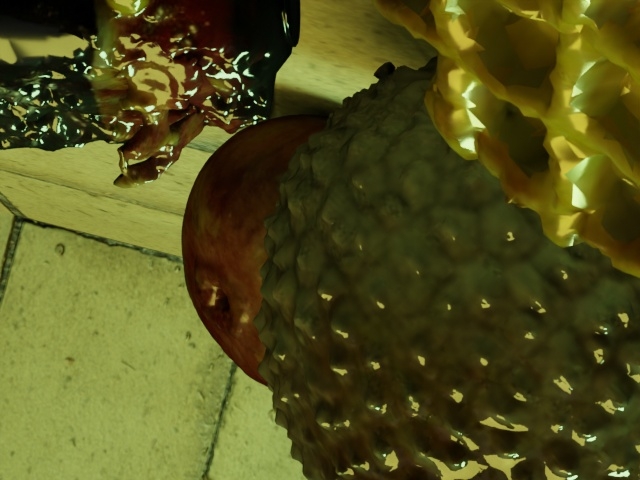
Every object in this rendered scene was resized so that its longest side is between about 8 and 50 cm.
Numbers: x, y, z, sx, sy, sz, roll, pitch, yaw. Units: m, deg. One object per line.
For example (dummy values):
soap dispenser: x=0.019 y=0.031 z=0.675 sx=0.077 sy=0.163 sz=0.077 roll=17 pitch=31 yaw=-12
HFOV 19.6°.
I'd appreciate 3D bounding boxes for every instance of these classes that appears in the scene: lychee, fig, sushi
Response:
lychee: x=0.093 y=0.043 z=0.953 sx=0.300 sy=0.300 sz=0.300 roll=14 pitch=173 yaw=2
fig: x=0.000 y=0.001 z=1.272 sx=0.205 sy=0.205 sz=0.205 roll=14 pitch=173 yaw=2
sushi: x=-0.086 y=-0.102 z=0.729 sx=0.150 sy=0.153 sz=0.172 roll=-4 pitch=149 yaw=5

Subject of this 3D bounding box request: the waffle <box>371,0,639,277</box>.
waffle: x=0.088 y=-0.059 z=0.442 sx=0.260 sy=0.069 sz=0.293 roll=12 pitch=138 yaw=58
